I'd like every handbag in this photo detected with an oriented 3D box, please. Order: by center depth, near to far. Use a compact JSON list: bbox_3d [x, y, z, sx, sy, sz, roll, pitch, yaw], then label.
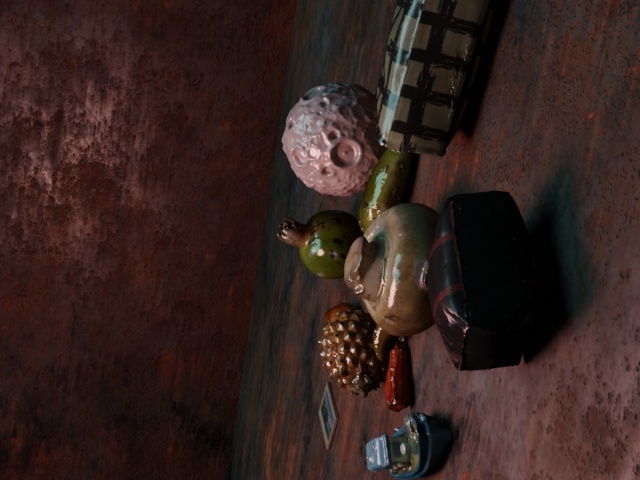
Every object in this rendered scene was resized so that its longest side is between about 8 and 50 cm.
[{"bbox_3d":[0.228,0.062,1.161,0.169,0.155,0.215,92,176,-60],"label":"handbag"},{"bbox_3d":[0.192,-0.354,1.519,0.327,0.162,0.325,-99,21,-66],"label":"handbag"}]

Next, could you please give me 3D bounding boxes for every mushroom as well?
[{"bbox_3d":[0.145,0.048,1.473,0.255,0.184,0.255,-163,90,-79],"label":"mushroom"}]

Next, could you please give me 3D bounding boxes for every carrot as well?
[{"bbox_3d":[0.045,0.195,2.110,0.336,0.069,0.069,141,135,-81],"label":"carrot"}]

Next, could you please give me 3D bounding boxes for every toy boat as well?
[{"bbox_3d":[0.150,0.365,1.468,0.238,0.098,0.109,122,149,-61],"label":"toy boat"}]

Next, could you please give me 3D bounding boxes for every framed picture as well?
[{"bbox_3d":[0.020,0.459,2.168,0.149,0.011,0.109,-107,27,-61],"label":"framed picture"}]

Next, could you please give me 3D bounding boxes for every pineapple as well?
[{"bbox_3d":[0.077,0.247,1.725,0.193,0.166,0.166,-97,18,-47],"label":"pineapple"}]

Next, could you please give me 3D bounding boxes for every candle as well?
[{"bbox_3d":[0.150,0.252,1.620,0.048,0.053,0.162,64,-154,-51],"label":"candle"}]

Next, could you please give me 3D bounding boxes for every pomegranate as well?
[{"bbox_3d":[0.004,0.002,2.052,0.179,0.210,0.179,16,-90,-81],"label":"pomegranate"}]

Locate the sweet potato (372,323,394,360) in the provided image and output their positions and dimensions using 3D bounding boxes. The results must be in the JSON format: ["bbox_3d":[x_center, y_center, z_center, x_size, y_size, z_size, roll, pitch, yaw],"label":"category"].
[{"bbox_3d":[0.159,0.110,1.625,0.067,0.067,0.274,-120,49,-69],"label":"sweet potato"}]

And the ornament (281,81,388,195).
[{"bbox_3d":[0.044,-0.228,1.865,0.225,0.259,0.259,-103,23,-65],"label":"ornament"}]

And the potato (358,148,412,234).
[{"bbox_3d":[0.141,-0.108,1.760,0.117,0.090,0.225,-101,28,-70],"label":"potato"}]
